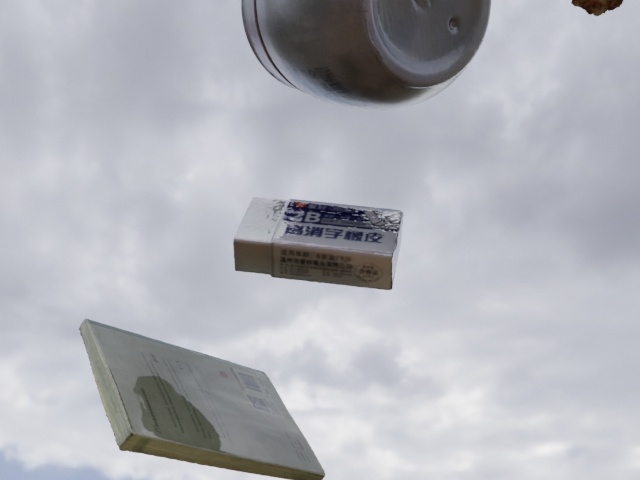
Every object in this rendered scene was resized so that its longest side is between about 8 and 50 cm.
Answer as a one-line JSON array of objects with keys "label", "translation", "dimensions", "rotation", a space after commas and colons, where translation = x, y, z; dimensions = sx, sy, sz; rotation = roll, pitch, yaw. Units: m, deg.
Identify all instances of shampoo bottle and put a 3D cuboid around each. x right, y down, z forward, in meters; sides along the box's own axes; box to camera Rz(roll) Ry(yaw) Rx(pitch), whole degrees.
[{"label": "shampoo bottle", "translation": [0.055, -0.304, 1.231], "dimensions": [0.273, 0.273, 0.266], "rotation": [32, -10, -37]}]

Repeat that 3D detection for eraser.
[{"label": "eraser", "translation": [0.000, 0.000, 1.279], "dimensions": [0.210, 0.124, 0.068], "rotation": [6, -57, 8]}]

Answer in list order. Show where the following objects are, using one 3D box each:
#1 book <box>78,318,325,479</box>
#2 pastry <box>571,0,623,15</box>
[{"label": "book", "translation": [-0.138, 0.191, 1.137], "dimensions": [0.283, 0.215, 0.025], "rotation": [23, -71, -37]}, {"label": "pastry", "translation": [0.397, -0.399, 1.334], "dimensions": [0.087, 0.063, 0.169], "rotation": [14, -44, 16]}]
